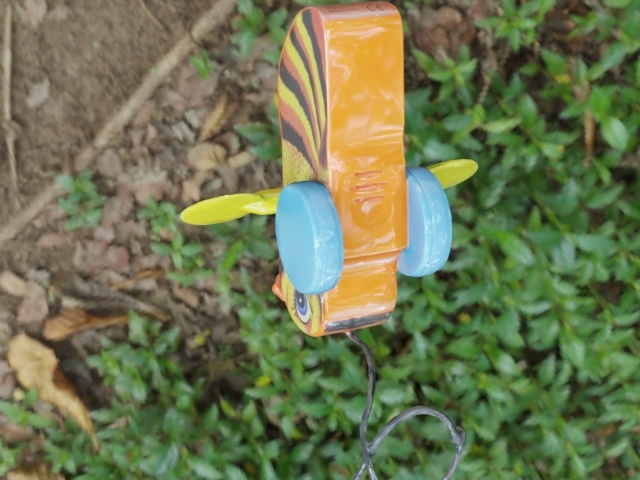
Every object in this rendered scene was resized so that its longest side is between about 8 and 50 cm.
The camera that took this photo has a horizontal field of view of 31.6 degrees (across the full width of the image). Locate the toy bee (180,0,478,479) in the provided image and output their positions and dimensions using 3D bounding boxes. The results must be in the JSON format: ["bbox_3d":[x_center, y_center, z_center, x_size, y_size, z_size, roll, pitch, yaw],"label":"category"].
[{"bbox_3d":[0.000,0.000,0.743,0.195,0.162,0.298,14,88,-23],"label":"toy bee"}]
